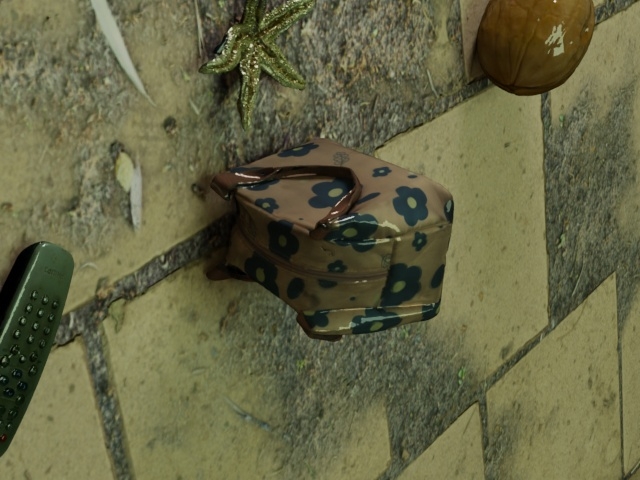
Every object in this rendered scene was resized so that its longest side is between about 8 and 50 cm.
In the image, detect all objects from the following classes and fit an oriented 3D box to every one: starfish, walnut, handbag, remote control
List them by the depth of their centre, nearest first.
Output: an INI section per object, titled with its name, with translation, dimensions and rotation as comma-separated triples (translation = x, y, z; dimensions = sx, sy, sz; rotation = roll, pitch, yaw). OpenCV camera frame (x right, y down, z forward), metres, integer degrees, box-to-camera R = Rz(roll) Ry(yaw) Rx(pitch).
[remote control]
translation = -0.298, 0.107, 1.224
dimensions = 0.072, 0.042, 0.222
rotation = 32, 75, -52
[handbag]
translation = 0.000, 0.000, 1.433
dimensions = 0.193, 0.251, 0.190
rotation = -10, 115, -42
[starfish]
translation = -0.058, -0.219, 1.449
dimensions = 0.208, 0.053, 0.176
rotation = -60, 141, -18
[walnut]
translation = 0.313, -0.309, 1.840
dimensions = 0.167, 0.167, 0.207
rotation = 46, 65, -49
